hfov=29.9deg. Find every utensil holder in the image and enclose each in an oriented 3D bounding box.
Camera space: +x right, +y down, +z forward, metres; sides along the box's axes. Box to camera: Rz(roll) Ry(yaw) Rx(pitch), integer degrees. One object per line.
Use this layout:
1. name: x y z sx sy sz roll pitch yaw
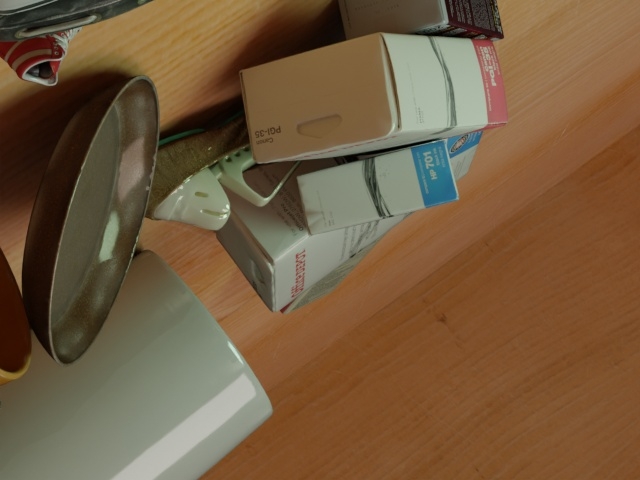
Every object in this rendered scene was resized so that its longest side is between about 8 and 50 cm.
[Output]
1. utensil holder: -0.307 0.245 1.681 0.385 0.327 0.327 -38 167 -14

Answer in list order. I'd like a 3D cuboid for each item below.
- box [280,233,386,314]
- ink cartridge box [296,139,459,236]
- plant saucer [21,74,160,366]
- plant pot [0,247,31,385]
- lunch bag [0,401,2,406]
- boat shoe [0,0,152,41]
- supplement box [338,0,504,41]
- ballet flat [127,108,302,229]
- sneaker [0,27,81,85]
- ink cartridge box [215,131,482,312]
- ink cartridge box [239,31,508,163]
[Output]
1. box: 0.000 0.000 2.092 0.148 0.127 0.232 -23 159 -49
2. ink cartridge box: 0.074 -0.067 1.525 0.190 0.082 0.139 -12 -178 5
3. plant saucer: -0.239 -0.025 1.241 0.310 0.050 0.311 16 90 -85
4. plant pot: -0.407 0.072 1.133 0.188 0.205 0.205 -24 168 4
5. lunch bag: -0.500 0.222 1.292 0.235 0.169 0.287 -38 -172 -2
6. boat shoe: -0.133 -0.254 0.942 0.335 0.121 0.119 -22 170 -18
7. supplement box: 0.131 -0.279 1.507 0.130 0.073 0.239 -12 179 26
8. ballet flat: -0.119 -0.086 1.480 0.342 0.124 0.116 -29 167 -35
9. sneaker: -0.221 -0.175 1.026 0.118 0.067 0.042 -31 166 -29
10. ink cartridge box: 0.038 -0.096 1.777 0.395 0.166 0.285 -36 166 -12
11. ink cartridge box: 0.070 -0.170 1.445 0.207 0.117 0.283 -9 -179 33
